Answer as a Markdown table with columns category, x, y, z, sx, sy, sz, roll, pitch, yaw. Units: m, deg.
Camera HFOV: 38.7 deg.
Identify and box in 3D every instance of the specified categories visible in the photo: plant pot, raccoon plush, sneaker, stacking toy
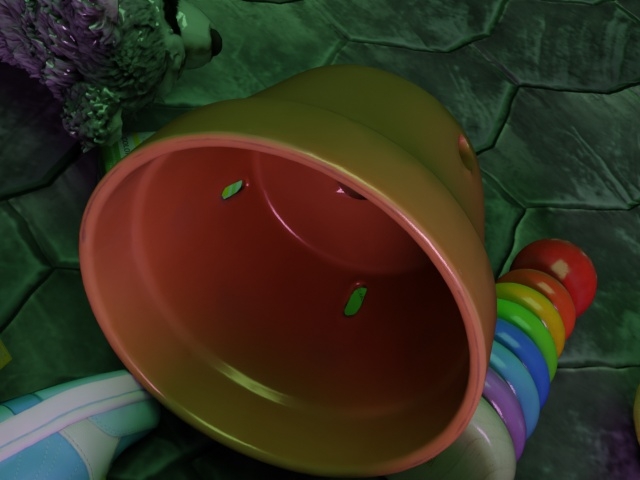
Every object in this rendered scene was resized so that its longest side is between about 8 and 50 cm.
| category | x | y | z | sx | sy | sz | roll | pitch | yaw |
| --- | --- | --- | --- | --- | --- | --- | --- | --- | --- |
| plant pot | 0.000 | 0.000 | 0.676 | 0.291 | 0.291 | 0.203 | 26 | 43 | 5 |
| raccoon plush | -0.314 | -0.201 | 0.890 | 0.447 | 0.216 | 0.299 | -9 | 32 | 10 |
| sneaker | -0.209 | 0.216 | 0.636 | 0.319 | 0.127 | 0.208 | -16 | 86 | -56 |
| stacking toy | 0.173 | 0.094 | 0.850 | 0.141 | 0.141 | 0.330 | 35 | 45 | 13 |

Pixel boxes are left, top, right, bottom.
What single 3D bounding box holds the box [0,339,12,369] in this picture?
| category | x | y | z | sx | sy | sz | roll | pitch | yaw |
| --- | --- | --- | --- | --- | --- | --- | --- | --- | --- |
| box | -0.313 | 0.123 | 0.700 | 0.081 | 0.028 | 0.136 | -1 | 35 | 39 |

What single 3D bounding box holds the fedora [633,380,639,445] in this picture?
| category | x | y | z | sx | sy | sz | roll | pitch | yaw |
| --- | --- | --- | --- | --- | --- | --- | --- | --- | --- |
| fedora | 0.359 | 0.202 | 0.846 | 0.194 | 0.079 | 0.194 | 14 | 43 | -13 |

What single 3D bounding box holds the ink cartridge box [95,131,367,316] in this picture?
| category | x | y | z | sx | sy | sz | roll | pitch | yaw |
| --- | --- | --- | --- | --- | --- | --- | --- | --- | --- |
| ink cartridge box | -0.075 | -0.012 | 0.879 | 0.255 | 0.097 | 0.188 | -5 | 52 | -21 |
